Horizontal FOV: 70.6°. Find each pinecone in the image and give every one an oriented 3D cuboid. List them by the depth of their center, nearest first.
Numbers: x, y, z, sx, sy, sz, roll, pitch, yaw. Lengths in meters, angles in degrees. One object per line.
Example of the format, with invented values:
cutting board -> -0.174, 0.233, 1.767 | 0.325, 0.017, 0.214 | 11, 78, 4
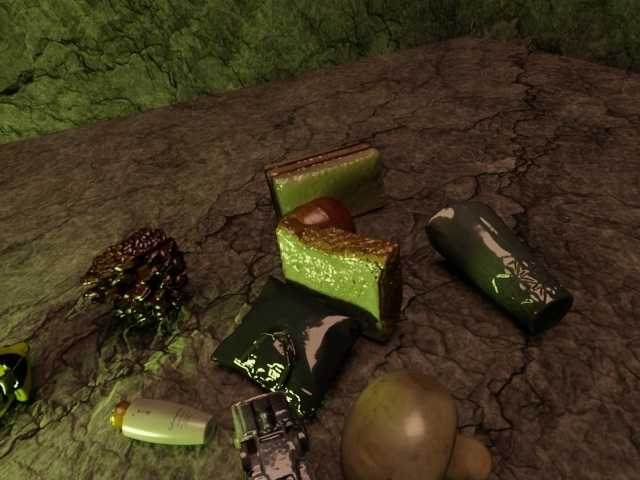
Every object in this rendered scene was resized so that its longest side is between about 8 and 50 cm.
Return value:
pinecone -> -0.390, 0.085, 0.997 | 0.222, 0.221, 0.221 | -4, 36, 3

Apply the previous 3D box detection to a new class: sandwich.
sandwich -> 0.037, 0.079, 0.909 | 0.251, 0.226, 0.087 | 17, 46, 31

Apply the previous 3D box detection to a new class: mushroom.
mushroom -> 0.126, 0.297, 0.664 | 0.206, 0.209, 0.206 | -28, 37, 23

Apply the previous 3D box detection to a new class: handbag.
handbag -> -0.065, 0.192, 0.866 | 0.254, 0.088, 0.211 | 22, 64, 30

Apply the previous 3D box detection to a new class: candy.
candy -> 0.018, -0.150, 1.267 | 0.321, 0.179, 0.135 | -17, 35, -15

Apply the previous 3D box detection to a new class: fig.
fig -> -0.001, -0.001, 1.076 | 0.205, 0.205, 0.205 | -4, 36, 3

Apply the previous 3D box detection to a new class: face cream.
face cream -> -0.274, 0.315, 0.785 | 0.182, 0.051, 0.072 | 3, 41, 15

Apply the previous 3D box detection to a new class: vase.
vase -> 0.396, 0.054, 0.974 | 0.251, 0.156, 0.300 | 4, 35, -31

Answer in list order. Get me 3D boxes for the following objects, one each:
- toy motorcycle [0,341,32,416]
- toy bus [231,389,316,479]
toy motorcycle -> -0.650, 0.303, 0.793 | 0.206, 0.142, 0.342 | -28, 18, 43
toy bus -> -0.038, 0.371, 0.596 | 0.097, 0.138, 0.342 | -12, 37, -16
